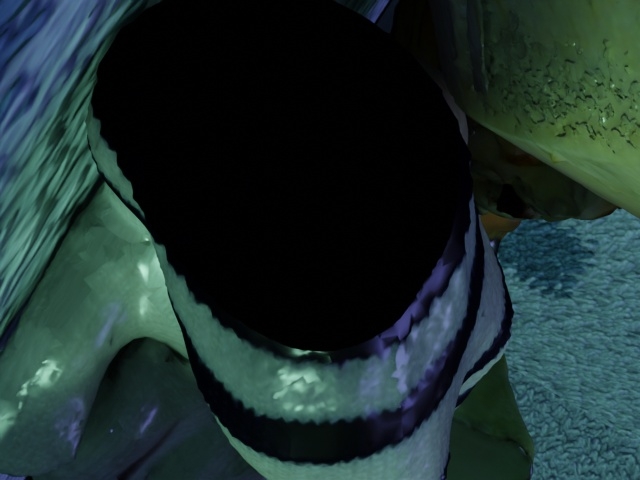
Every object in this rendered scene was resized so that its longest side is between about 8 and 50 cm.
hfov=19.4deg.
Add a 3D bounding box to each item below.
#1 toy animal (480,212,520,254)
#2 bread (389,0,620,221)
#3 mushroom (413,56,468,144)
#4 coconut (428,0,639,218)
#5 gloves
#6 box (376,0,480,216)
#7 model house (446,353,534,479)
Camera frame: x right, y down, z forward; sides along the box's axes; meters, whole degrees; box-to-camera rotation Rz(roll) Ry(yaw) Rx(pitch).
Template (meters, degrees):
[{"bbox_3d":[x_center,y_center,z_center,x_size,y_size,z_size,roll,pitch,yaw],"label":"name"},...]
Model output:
[{"bbox_3d":[0.103,-0.078,1.418,0.169,0.195,0.281,-3,-132,42],"label":"toy animal"},{"bbox_3d":[0.143,-0.167,0.914,0.324,0.167,0.277,-54,-176,-3],"label":"bread"},{"bbox_3d":[0.000,0.000,0.672,0.148,0.112,0.148,-47,162,-20],"label":"mushroom"},{"bbox_3d":[0.187,-0.140,0.615,0.352,0.353,0.352,-59,178,-4],"label":"coconut"},{"bbox_3d":[-0.012,0.026,0.524,0.218,0.140,0.131,87,28,-70],"label":"gloves"},{"bbox_3d":[0.083,-0.088,1.209,0.225,0.117,0.225,-57,177,-23],"label":"box"},{"bbox_3d":[-0.022,0.095,0.856,0.189,0.195,0.214,-76,-173,-62],"label":"model house"}]
